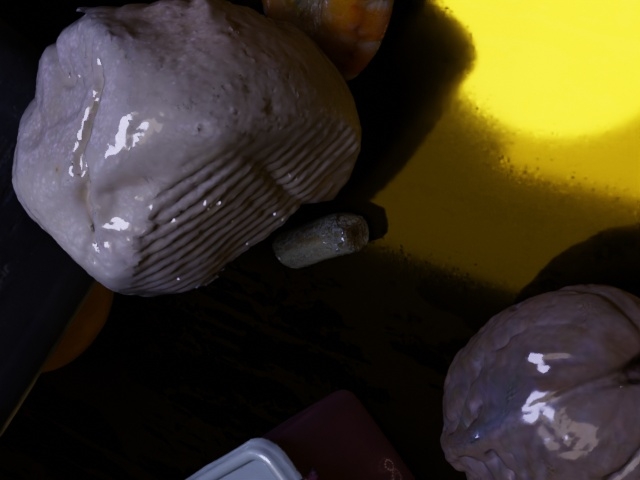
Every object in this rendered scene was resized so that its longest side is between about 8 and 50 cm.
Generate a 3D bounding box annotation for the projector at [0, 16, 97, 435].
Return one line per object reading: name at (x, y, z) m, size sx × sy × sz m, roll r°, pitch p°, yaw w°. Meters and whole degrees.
projector at (-0.398, -0.025, 0.724) m, size 0.242 × 0.405 × 0.395 m, roll 27°, pitch 81°, yaw 26°

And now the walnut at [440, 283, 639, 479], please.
walnut at (0.183, 0.136, 0.623) m, size 0.178 × 0.178 × 0.230 m, roll 55°, pitch 139°, yaw 5°

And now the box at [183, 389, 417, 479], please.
box at (-0.042, 0.292, 0.828) m, size 0.294 × 0.167 × 0.193 m, roll -40°, pitch 84°, yaw 37°

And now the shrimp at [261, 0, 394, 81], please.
shrimp at (0.016, -0.246, 0.658) m, size 0.150 × 0.068 × 0.249 m, roll 43°, pitch 132°, yaw 18°

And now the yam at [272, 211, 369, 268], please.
yam at (0.000, 0.000, 0.771) m, size 0.094 × 0.043 × 0.043 m, roll -19°, pitch 95°, yaw 39°

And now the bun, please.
bun at (-0.121, -0.092, 0.664) m, size 0.205 × 0.281 × 0.281 m, roll 51°, pitch 128°, yaw 20°

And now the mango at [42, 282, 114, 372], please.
mango at (-0.362, 0.081, 0.991) m, size 0.254 × 0.139 × 0.175 m, roll -5°, pitch 111°, yaw 29°
